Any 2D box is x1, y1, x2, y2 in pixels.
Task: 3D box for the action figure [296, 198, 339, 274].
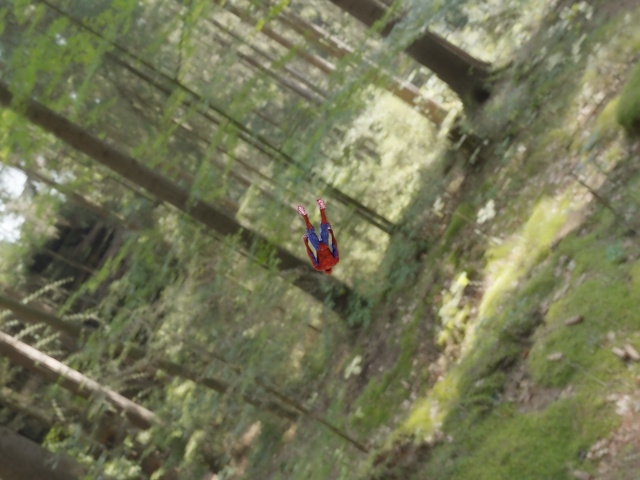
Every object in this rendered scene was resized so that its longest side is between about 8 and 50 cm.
[{"bbox_3d":[0.000,0.000,0.983,0.038,0.115,0.030,-22,44,-8],"label":"action figure"}]
